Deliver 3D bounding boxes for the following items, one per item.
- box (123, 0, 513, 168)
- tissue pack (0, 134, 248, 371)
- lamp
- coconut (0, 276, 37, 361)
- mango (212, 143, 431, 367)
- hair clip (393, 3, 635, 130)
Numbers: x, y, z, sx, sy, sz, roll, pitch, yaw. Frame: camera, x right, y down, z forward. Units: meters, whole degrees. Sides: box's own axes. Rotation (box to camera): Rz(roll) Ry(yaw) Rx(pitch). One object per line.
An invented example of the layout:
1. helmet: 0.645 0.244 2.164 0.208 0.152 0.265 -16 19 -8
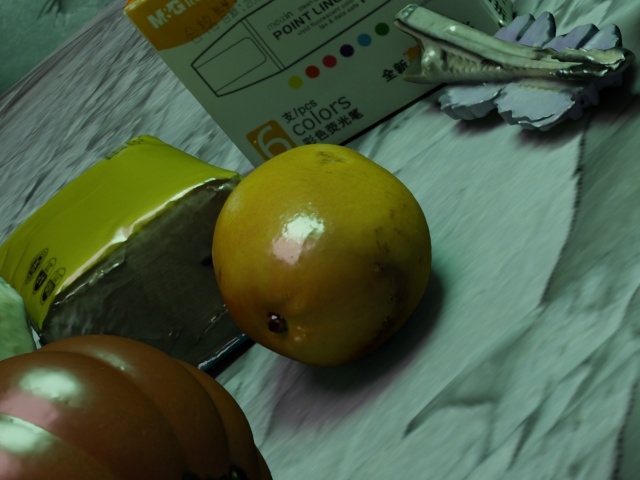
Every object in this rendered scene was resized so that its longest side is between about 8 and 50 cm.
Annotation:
1. box: -0.001 -0.200 1.323 0.274 0.221 0.091 -31 25 25
2. tissue pack: -0.145 0.020 1.214 0.192 0.134 0.271 -41 20 -9
3. lamp: -0.116 0.157 0.751 0.196 0.223 0.223 7 44 32
4. coconut: -0.391 0.136 0.998 0.415 0.345 0.415 -27 -19 -10
5. mango: 0.000 0.000 1.026 0.145 0.112 0.219 -12 26 3
6. hair clip: 0.145 -0.135 1.148 0.106 0.084 0.292 -38 24 -14
